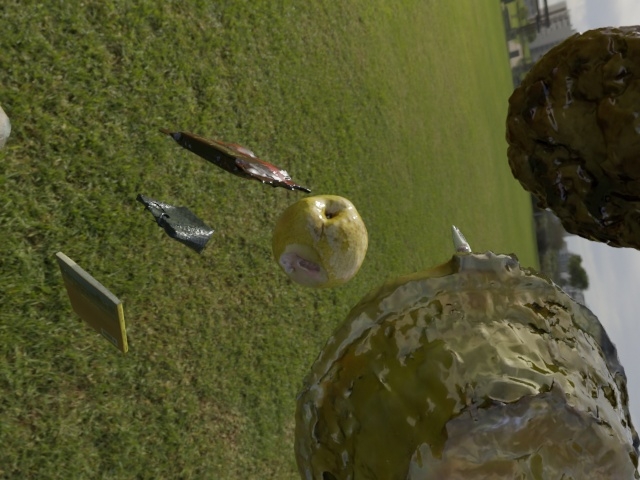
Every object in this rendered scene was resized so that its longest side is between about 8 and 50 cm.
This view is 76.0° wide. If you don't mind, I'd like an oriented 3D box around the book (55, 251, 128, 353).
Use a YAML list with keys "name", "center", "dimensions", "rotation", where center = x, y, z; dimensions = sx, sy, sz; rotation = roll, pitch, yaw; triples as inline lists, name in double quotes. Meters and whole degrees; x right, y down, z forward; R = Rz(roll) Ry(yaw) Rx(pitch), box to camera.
- name: "book"
  center: [-0.754, 0.222, 1.367]
  dimensions: [0.262, 0.374, 0.028]
  rotation: [37, 49, 9]

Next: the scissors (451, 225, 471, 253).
- name: "scissors"
  center: [0.250, 0.025, 0.711]
  dimensions: [0.022, 0.085, 0.176]
  rotation: [59, 20, -27]

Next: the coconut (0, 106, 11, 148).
- name: "coconut"
  center: [-0.774, -0.246, 0.826]
  dimensions: [0.243, 0.239, 0.240]
  rotation: [5, 75, -17]

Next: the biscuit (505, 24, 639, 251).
- name: "biscuit"
  center: [0.374, -0.104, 0.506]
  dimensions: [0.081, 0.334, 0.290]
  rotation: [-30, 124, -21]

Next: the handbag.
- name: "handbag"
  center: [-0.448, -0.056, 1.255]
  dimensions: [0.089, 0.270, 0.175]
  rotation: [-57, 144, 3]

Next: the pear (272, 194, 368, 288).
- name: "pear"
  center: [0.000, 0.000, 1.086]
  dimensions: [0.271, 0.270, 0.272]
  rotation: [21, 66, -58]

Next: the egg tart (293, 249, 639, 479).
- name: "egg tart"
  center: [0.139, 0.185, 0.344]
  dimensions: [0.132, 0.340, 0.342]
  rotation: [-124, -158, -81]

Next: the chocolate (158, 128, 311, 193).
- name: "chocolate"
  center: [-0.095, -0.090, 0.446]
  dimensions: [0.086, 0.182, 0.028]
  rotation: [4, 114, -55]
